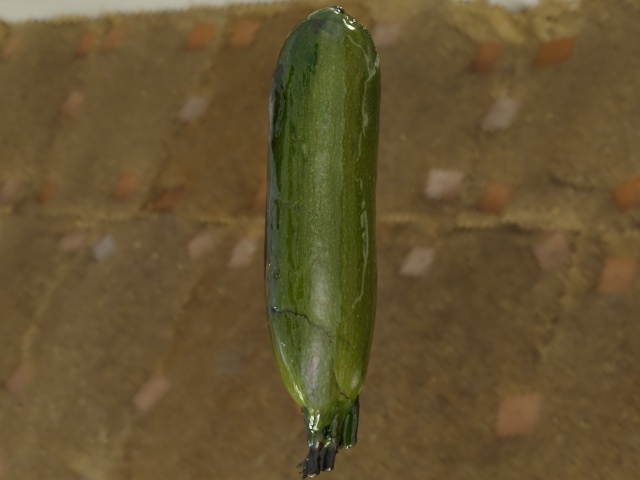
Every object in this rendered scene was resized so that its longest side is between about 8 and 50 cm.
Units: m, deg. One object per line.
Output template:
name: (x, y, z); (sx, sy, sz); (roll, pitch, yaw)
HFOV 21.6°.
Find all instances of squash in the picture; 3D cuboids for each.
squash: (0.001, 0.000, 1.172); (0.087, 0.087, 0.331); (-6, -99, 38)
